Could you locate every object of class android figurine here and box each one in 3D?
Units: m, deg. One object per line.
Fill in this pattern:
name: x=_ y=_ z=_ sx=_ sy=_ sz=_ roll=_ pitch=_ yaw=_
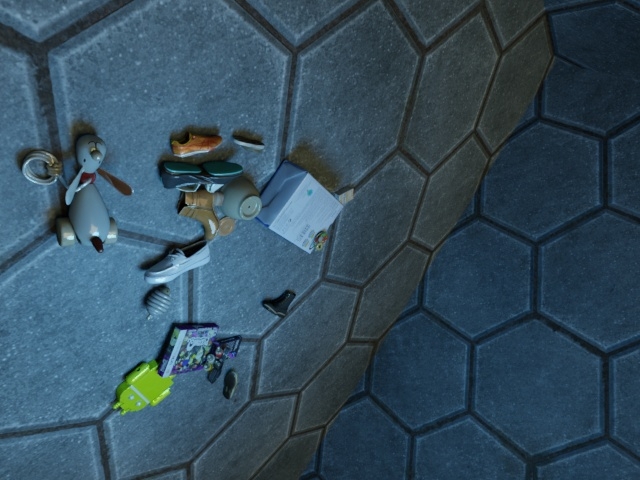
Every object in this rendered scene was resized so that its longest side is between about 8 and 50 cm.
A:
android figurine: x=-0.708 y=0.592 z=1.735 sx=0.272 sy=0.056 sz=0.248 roll=-38 pitch=142 yaw=-25

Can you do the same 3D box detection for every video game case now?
video game case: x=-0.544 y=0.451 z=1.773 sx=0.232 sy=0.041 sz=0.210 roll=15 pitch=98 yaw=-62

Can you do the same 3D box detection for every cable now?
cable: x=-0.476 y=0.560 z=1.944 sx=0.139 sy=0.072 sz=0.287 roll=-53 pitch=174 yaw=-32

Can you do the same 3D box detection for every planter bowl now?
planter bowl: x=-0.286 y=-0.142 z=1.579 sx=0.162 sy=0.109 sz=0.162 roll=-30 pitch=138 yaw=-32

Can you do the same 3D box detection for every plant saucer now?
plant saucer: x=-0.363 y=-0.054 z=1.643 sx=0.083 sy=0.013 sz=0.084 roll=-30 pitch=139 yaw=-31

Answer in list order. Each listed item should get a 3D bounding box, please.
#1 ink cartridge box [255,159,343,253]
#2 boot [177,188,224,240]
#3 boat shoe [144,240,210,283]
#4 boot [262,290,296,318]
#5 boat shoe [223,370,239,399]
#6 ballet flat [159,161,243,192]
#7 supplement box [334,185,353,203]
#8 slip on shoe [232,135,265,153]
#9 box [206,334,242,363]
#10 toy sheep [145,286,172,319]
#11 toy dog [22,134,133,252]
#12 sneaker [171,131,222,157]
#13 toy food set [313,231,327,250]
ink cartridge box: x=-0.077 y=-0.119 z=1.804 sx=0.270 sy=0.151 sz=0.395 roll=-54 pitch=144 yaw=1
boot: x=-0.428 y=-0.089 z=1.496 sx=0.152 sy=0.073 sz=0.197 roll=-5 pitch=113 yaw=-46
boat shoe: x=-0.510 y=0.067 z=1.518 sx=0.258 sy=0.095 sz=0.084 roll=-31 pitch=135 yaw=-46
boot: x=-0.199 y=0.294 z=2.078 sx=0.137 sy=0.076 sz=0.198 roll=-56 pitch=158 yaw=-6
boat shoe: x=-0.441 y=0.713 z=2.144 sx=0.072 sy=0.068 sz=0.190 roll=-29 pitch=148 yaw=-50
ballet flat: x=-0.396 y=-0.212 z=1.421 sx=0.280 sy=0.095 sz=0.096 roll=-5 pitch=132 yaw=-35
supplement box: x=0.112 y=-0.213 z=2.045 sx=0.098 sy=0.036 sz=0.062 roll=-30 pitch=137 yaw=-31
slip on shoe: x=-0.257 y=-0.336 z=1.512 sx=0.135 sy=0.051 sz=0.041 roll=-6 pitch=135 yaw=-54
box: x=-0.448 y=0.509 z=1.990 sx=0.162 sy=0.029 sz=0.116 roll=-2 pitch=120 yaw=-47
toy sheep: x=-0.589 y=0.229 z=1.551 sx=0.132 sy=0.091 sz=0.091 roll=-66 pitch=148 yaw=-17
toy dog: x=-0.629 y=-0.099 z=1.169 sx=0.220 sy=0.161 sz=0.334 roll=-30 pitch=138 yaw=-31
sneaker: x=-0.389 y=-0.314 z=1.361 sx=0.175 sy=0.064 sz=0.068 roll=-27 pitch=126 yaw=-38
toy food set: x=0.000 y=0.000 z=1.852 sx=0.083 sy=0.020 sz=0.082 roll=-48 pitch=146 yaw=-7
